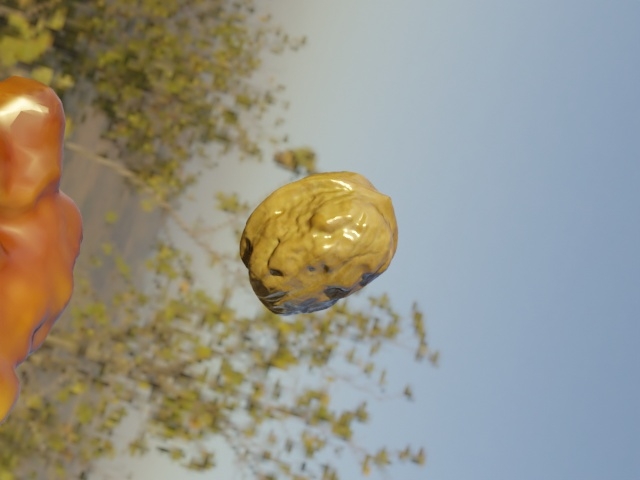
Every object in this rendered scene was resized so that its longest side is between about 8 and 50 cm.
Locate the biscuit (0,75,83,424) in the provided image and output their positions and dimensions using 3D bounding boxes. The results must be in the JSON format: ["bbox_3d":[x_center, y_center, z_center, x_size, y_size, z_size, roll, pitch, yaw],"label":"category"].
[{"bbox_3d":[-0.252,0.069,0.458,0.318,0.312,0.110,-71,146,-45],"label":"biscuit"}]

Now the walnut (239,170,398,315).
[{"bbox_3d":[0.000,0.000,0.836,0.096,0.082,0.079,-30,-152,13],"label":"walnut"}]
